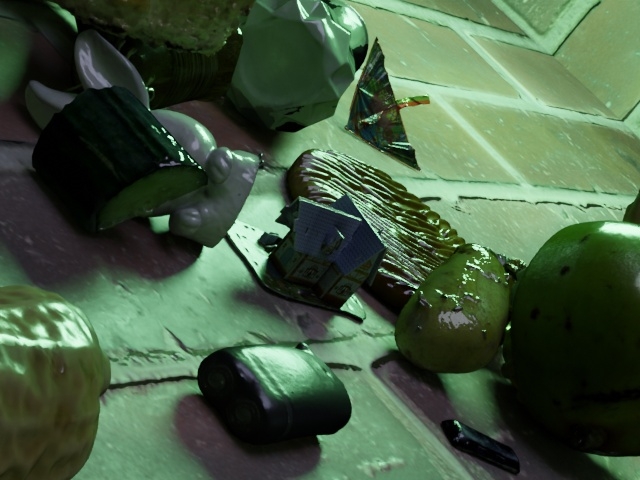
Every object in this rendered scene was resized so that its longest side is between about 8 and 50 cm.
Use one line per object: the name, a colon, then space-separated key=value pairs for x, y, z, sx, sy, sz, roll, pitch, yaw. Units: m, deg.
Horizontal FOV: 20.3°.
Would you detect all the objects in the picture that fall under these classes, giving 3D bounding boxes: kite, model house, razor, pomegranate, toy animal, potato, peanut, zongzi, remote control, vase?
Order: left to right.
peanut: x=-0.219 y=0.094 z=1.062 sx=0.153 sy=0.140 sz=0.325 roll=0 pitch=2 yaw=15
zongzi: x=-0.235 y=-0.211 z=1.824 sx=0.241 sy=0.111 sz=0.247 roll=26 pitch=20 yaw=20
toy animal: x=-0.164 y=-0.088 z=1.634 sx=0.221 sy=0.104 sz=0.131 roll=34 pitch=20 yaw=-16
razor: x=-0.032 y=0.125 z=1.473 sx=0.090 sy=0.054 sz=0.148 roll=52 pitch=22 yaw=22
vase: x=-0.021 y=-0.227 z=2.176 sx=0.165 sy=0.165 sz=0.360 roll=40 pitch=13 yaw=0
model house: x=0.000 y=0.000 z=1.769 sx=0.167 sy=0.088 sz=0.117 roll=20 pitch=27 yaw=-45
kite: x=0.089 y=-0.170 z=2.338 sx=0.159 sy=0.010 sz=0.190 roll=-28 pitch=104 yaw=-40
potato: x=0.140 y=0.073 z=1.837 sx=0.105 sy=0.085 sz=0.188 roll=34 pitch=41 yaw=-4
remote control: x=0.158 y=0.198 z=1.735 sx=0.096 sy=0.014 sz=0.039 roll=28 pitch=21 yaw=-34
pomegranate: x=0.330 y=0.077 z=1.899 sx=0.260 sy=0.341 sz=0.260 roll=24 pitch=-17 yaw=8

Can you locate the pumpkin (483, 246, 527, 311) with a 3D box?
pumpkin: x=0.214 y=0.045 z=2.015 sx=0.083 sy=0.054 sz=0.074 roll=30 pitch=16 yaw=-23

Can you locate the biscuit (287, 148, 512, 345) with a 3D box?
biscuit: x=0.096 y=0.005 z=2.019 sx=0.318 sy=0.040 sz=0.318 roll=36 pitch=18 yaw=-14

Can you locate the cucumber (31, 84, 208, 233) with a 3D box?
cucumber: x=-0.176 y=-0.072 z=1.546 sx=0.115 sy=0.116 sz=0.062 roll=47 pitch=-23 yaw=28

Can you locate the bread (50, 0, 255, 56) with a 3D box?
bread: x=-0.173 y=-0.264 z=1.691 sx=0.245 sy=0.121 sz=0.174 roll=16 pitch=24 yaw=-13
